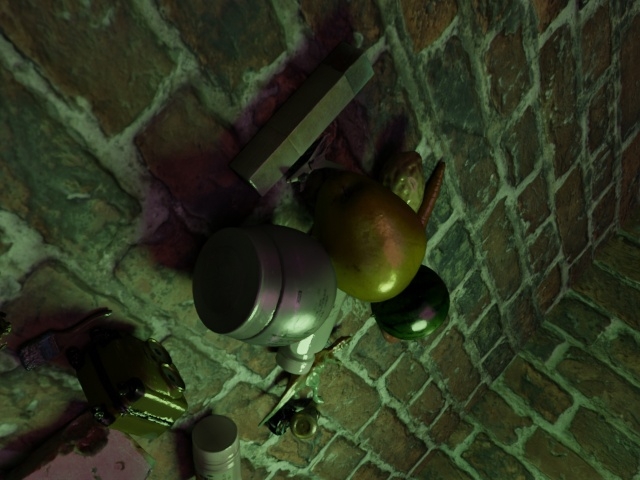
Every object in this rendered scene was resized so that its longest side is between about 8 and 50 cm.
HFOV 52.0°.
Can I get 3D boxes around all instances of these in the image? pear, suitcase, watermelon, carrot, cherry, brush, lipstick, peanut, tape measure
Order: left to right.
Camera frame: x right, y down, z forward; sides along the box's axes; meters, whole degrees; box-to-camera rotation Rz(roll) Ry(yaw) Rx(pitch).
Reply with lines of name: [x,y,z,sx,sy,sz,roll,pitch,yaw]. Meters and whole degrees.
brush: [-0.506,0.191,1.315,0.196,0.021,0.070,-31,141,-29]
watermelon: [-0.541,0.482,1.465,0.319,0.148,0.225,-1,103,-33]
suitcase: [-0.393,0.297,1.383,0.143,0.194,0.235,-43,145,1]
tape measure: [-0.123,0.559,2.043,0.091,0.054,0.094,24,94,-53]
lipstick: [-0.038,-0.263,1.412,0.371,0.080,0.076,-48,145,-6]
pear: [0.101,-0.007,1.588,0.336,0.285,0.284,38,89,-26]
peanut: [0.193,-0.095,1.774,0.154,0.140,0.324,-1,120,-29]
cherry: [0.249,0.298,2.218,0.106,0.087,0.126,-29,157,-41]
watermelon: [0.273,0.187,2.013,0.242,0.242,0.242,-30,139,-30]
carrot: [0.306,-0.083,1.987,0.069,0.069,0.335,9,106,-52]

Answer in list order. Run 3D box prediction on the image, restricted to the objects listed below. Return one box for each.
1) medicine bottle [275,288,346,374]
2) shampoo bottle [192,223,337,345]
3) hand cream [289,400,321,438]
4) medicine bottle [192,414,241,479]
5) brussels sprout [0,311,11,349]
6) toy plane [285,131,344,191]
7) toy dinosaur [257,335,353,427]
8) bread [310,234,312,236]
medicine bottle: [-0.030,0.221,1.813,0.161,0.111,0.296,-4,121,-46]
shampoo bottle: [-0.122,0.098,1.458,0.266,0.273,0.272,8,113,-47]
hand cream: [-0.038,0.557,2.073,0.084,0.084,0.203,-58,173,7]
medicine bottle: [-0.288,0.611,1.830,0.133,0.133,0.249,-26,138,-33]
brussels sprout: [-0.587,0.157,1.153,0.085,0.085,0.058,-18,139,-39]
toy plane: [-0.034,-0.171,1.492,0.234,0.082,0.159,-22,145,-53]
toy dinosaur: [-0.055,0.432,1.979,0.393,0.092,0.205,-25,138,-33]
bread: [0.000,0.000,1.723,0.153,0.028,0.068,-52,141,-4]
